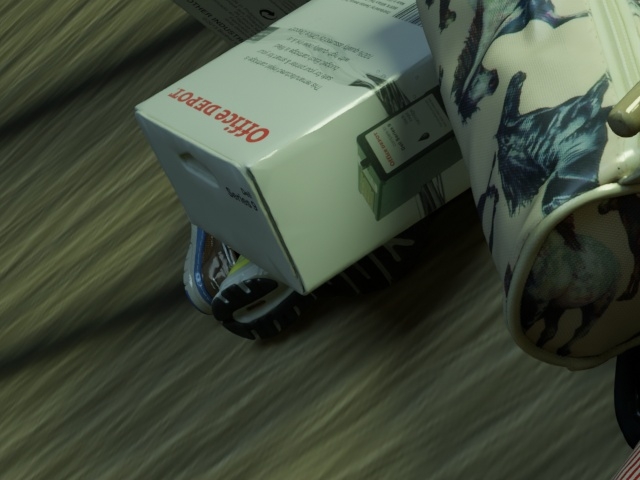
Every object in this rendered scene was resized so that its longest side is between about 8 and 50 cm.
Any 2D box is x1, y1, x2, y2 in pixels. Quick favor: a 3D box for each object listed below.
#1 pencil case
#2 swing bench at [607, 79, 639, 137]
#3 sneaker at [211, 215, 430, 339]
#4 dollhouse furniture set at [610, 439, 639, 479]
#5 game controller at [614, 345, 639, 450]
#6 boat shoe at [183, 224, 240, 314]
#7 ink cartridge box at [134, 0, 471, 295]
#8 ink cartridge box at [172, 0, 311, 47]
[{"bbox_3d":[0.157,-0.127,1.217,0.183,0.160,0.410,122,148,-42],"label":"pencil case"},{"bbox_3d":[0.334,-0.103,0.980,0.255,0.253,0.165,-34,-30,-46],"label":"swing bench"},{"bbox_3d":[0.000,0.000,1.532,0.208,0.081,0.094,-24,31,31],"label":"sneaker"},{"bbox_3d":[0.260,0.210,0.927,0.201,0.152,0.374,-53,32,-3],"label":"dollhouse furniture set"},{"bbox_3d":[0.311,0.036,1.140,0.319,0.067,0.166,-19,59,41],"label":"game controller"},{"bbox_3d":[-0.074,-0.021,1.665,0.066,0.066,0.183,-22,52,31],"label":"boat shoe"},{"bbox_3d":[0.033,-0.105,1.457,0.289,0.121,0.211,-33,29,-16],"label":"ink cartridge box"},{"bbox_3d":[0.013,-0.310,1.641,0.395,0.270,0.151,-10,54,46],"label":"ink cartridge box"}]
